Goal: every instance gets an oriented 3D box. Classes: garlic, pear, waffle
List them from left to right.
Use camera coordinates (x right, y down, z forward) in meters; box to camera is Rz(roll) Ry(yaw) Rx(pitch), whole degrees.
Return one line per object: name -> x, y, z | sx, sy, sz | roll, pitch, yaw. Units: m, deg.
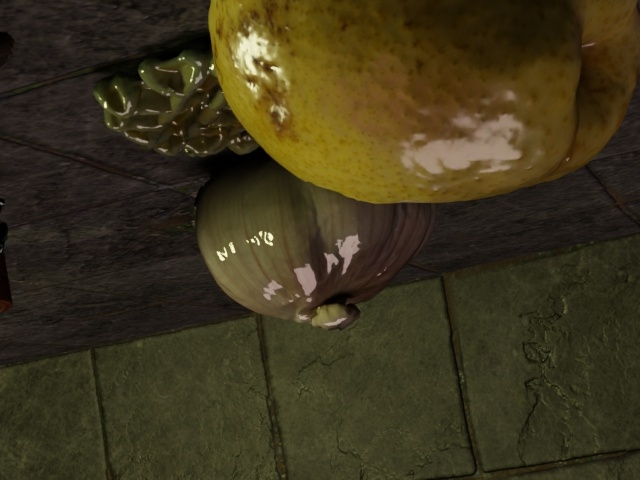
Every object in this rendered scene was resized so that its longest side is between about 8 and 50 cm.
waffle -> -0.064, -0.143, 1.248 | 0.292, 0.056, 0.309 | -11, 169, 13
garlic -> -0.001, -0.016, 1.617 | 0.322, 0.241, 0.322 | -8, -168, 2
pear -> 0.069, -0.135, 0.792 | 0.271, 0.271, 0.271 | -9, 170, -2

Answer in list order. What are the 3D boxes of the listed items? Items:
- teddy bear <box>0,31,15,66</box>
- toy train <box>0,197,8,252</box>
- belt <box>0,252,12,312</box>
teddy bear -> -0.300, -0.140, 0.968 | 0.119, 0.078, 0.160 | -3, 170, -17
toy train -> -0.440, 0.005, 1.496 | 0.071, 0.111, 0.170 | 20, 115, -41
belt -> -0.600, 0.078, 1.873 | 0.261, 0.105, 0.184 | -3, 167, -29
